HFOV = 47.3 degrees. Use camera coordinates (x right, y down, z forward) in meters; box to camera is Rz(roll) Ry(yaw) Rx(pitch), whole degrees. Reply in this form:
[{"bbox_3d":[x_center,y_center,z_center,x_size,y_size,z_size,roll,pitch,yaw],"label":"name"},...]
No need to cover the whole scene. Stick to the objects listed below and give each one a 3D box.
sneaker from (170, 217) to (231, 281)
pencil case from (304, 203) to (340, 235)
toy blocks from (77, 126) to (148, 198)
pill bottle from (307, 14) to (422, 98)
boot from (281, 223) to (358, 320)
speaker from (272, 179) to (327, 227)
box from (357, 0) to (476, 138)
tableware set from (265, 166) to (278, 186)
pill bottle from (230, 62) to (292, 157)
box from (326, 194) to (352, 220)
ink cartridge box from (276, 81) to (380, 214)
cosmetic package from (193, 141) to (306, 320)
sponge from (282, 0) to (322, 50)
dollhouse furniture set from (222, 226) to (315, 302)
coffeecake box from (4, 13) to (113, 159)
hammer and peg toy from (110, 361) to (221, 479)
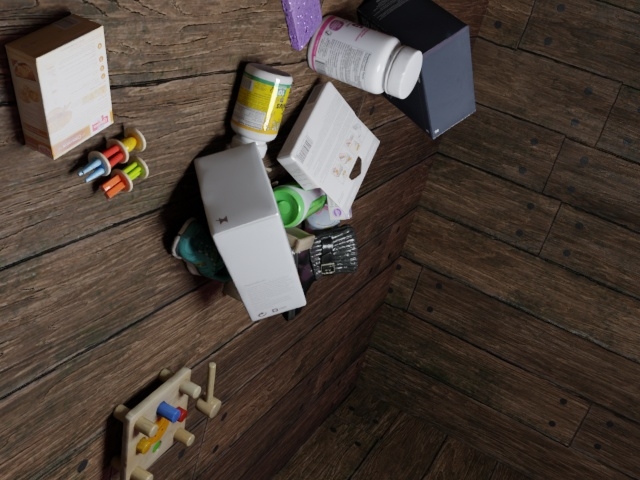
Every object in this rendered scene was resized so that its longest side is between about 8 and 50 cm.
[{"bbox_3d":[-0.287,0.028,1.822,0.107,0.110,0.275,-60,160,-14],"label":"sneaker"},{"bbox_3d":[0.000,0.000,2.546,0.113,0.124,0.273,-50,156,-37],"label":"pencil case"},{"bbox_3d":[-0.399,-0.133,1.399,0.148,0.054,0.123,-48,155,-42],"label":"toy blocks"},{"bbox_3d":[0.122,-0.496,1.991,0.160,0.283,0.160,-53,159,-32],"label":"pill bottle"},{"bbox_3d":[-0.011,0.113,2.450,0.260,0.131,0.348,-10,132,-23],"label":"boot"},{"bbox_3d":[-0.068,-0.118,2.154,0.296,0.131,0.131,-38,149,-71],"label":"speaker"},{"bbox_3d":[0.297,-0.543,2.214,0.179,0.312,0.343,-33,144,-8],"label":"box"},{"bbox_3d":[-0.182,-0.139,2.004,0.128,0.039,0.194,-68,162,9],"label":"tableware set"},{"bbox_3d":[-0.149,-0.309,1.755,0.117,0.118,0.208,-24,136,-63],"label":"pill bottle"},{"bbox_3d":[0.043,-0.224,2.231,0.067,0.063,0.324,-21,104,-76],"label":"box"},{"bbox_3d":[0.029,-0.261,2.099,0.261,0.066,0.296,46,54,-32],"label":"ink cartridge box"},{"bbox_3d":[-0.167,-0.007,1.832,0.161,0.230,0.453,-17,149,-2],"label":"cosmetic package"},{"bbox_3d":[-0.046,-0.585,1.820,0.117,0.031,0.210,-58,161,-20],"label":"sponge"},{"bbox_3d":[-0.143,0.069,2.183,0.212,0.161,0.242,-20,132,-65],"label":"dollhouse furniture set"},{"bbox_3d":[-0.416,-0.248,1.183,0.142,0.068,0.185,-47,155,-42],"label":"coffeecake box"},{"bbox_3d":[-0.418,0.473,2.008,0.361,0.127,0.266,-39,147,-53],"label":"hammer and peg toy"}]
